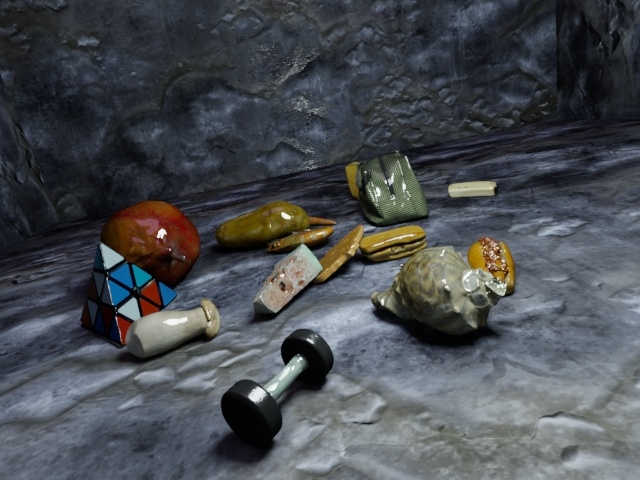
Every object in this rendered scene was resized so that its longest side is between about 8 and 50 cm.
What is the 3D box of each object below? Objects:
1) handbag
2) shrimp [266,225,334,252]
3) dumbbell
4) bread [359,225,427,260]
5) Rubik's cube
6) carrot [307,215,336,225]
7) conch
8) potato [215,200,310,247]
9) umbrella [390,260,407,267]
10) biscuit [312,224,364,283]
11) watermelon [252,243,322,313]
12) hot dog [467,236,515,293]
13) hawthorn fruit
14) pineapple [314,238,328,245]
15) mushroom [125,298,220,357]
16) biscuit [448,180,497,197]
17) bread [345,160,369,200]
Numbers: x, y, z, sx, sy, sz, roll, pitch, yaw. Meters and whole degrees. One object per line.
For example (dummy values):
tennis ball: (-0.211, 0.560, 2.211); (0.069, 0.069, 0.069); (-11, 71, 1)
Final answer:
handbag: (0.267, -0.211, 1.613); (0.247, 0.240, 0.340); (-14, 19, 6)
shrimp: (-0.071, -0.007, 1.459); (0.249, 0.068, 0.150); (-14, 6, 3)
dumbbell: (-0.064, 0.233, 0.684); (0.100, 0.100, 0.191); (1, 23, 34)
bread: (0.213, 0.010, 1.230); (0.200, 0.077, 0.116); (-14, 20, -4)
Rubik's cube: (-0.502, 0.204, 1.115); (0.250, 0.284, 0.234); (16, 23, -34)
carrot: (-0.032, -0.078, 1.709); (0.216, 0.048, 0.048); (4, 23, 26)
conch: (0.235, 0.086, 0.853); (0.291, 0.159, 0.210); (2, 24, 41)
potato: (-0.226, -0.056, 1.578); (0.369, 0.176, 0.195); (-14, 40, 5)
umbrella: (0.264, 0.065, 1.130); (0.149, 0.022, 0.022); (-4, -6, 0)
biscuit: (0.057, 0.038, 1.210); (0.162, 0.035, 0.250); (-13, 31, 54)
watermelon: (-0.110, 0.116, 1.082); (0.154, 0.094, 0.241); (-25, 15, 28)
hot dog: (0.407, 0.048, 0.997); (0.102, 0.076, 0.249); (-8, 19, 21)
hawthorn fruit: (-0.536, 0.022, 1.317); (0.308, 0.308, 0.325); (-12, 21, -1)
pineapple: (0.000, 0.000, 1.484); (0.045, 0.019, 0.083); (-6, 18, 34)
mushroom: (-0.340, 0.204, 0.960); (0.213, 0.088, 0.097); (-10, 26, -16)
biscuit: (0.613, -0.203, 1.676); (0.188, 0.052, 0.056); (0, 38, 33)
bread: (0.261, -0.278, 1.905); (0.275, 0.184, 0.114); (6, 28, 44)
